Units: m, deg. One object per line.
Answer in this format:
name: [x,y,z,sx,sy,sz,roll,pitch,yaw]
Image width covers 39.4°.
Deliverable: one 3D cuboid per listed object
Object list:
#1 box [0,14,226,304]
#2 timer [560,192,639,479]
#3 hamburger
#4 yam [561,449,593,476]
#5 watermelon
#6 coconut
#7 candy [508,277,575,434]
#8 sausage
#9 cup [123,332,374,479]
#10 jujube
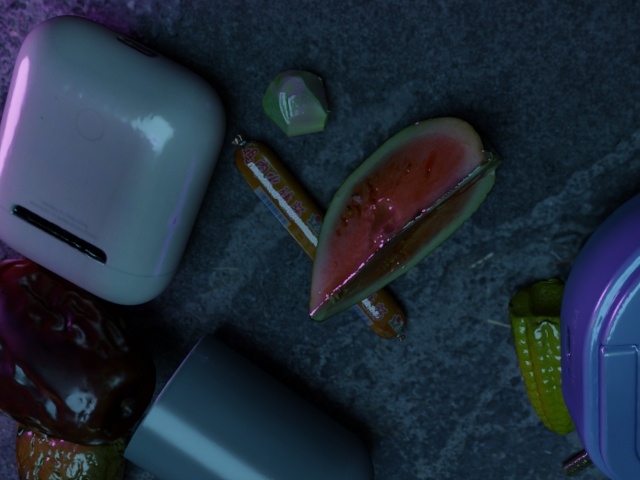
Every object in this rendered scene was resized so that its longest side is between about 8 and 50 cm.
box: [-0.289,-0.098,1.178,0.288,0.141,0.349,27,119,5]
timer: [0.454,0.080,0.972,0.394,0.173,0.395,1,110,2]
hamburger: [-0.400,0.349,1.421,0.183,0.130,0.206,8,113,13]
yam: [0.368,0.279,1.185,0.021,0.021,0.116,44,118,-3]
watermelon: [0.113,-0.025,1.086,0.128,0.159,0.303,30,121,-30]
coconut: [-0.032,-0.169,1.097,0.081,0.082,0.083,-7,155,-5]
candy: [0.294,0.154,1.112,0.094,0.106,0.199,3,117,36]
sausage: [0.000,0.000,1.171,0.053,0.053,0.348,-37,97,28]
cup: [-0.093,0.297,1.247,0.312,0.205,0.205,34,119,2]
jujube: [-0.381,0.159,1.264,0.318,0.223,0.223,27,120,26]
